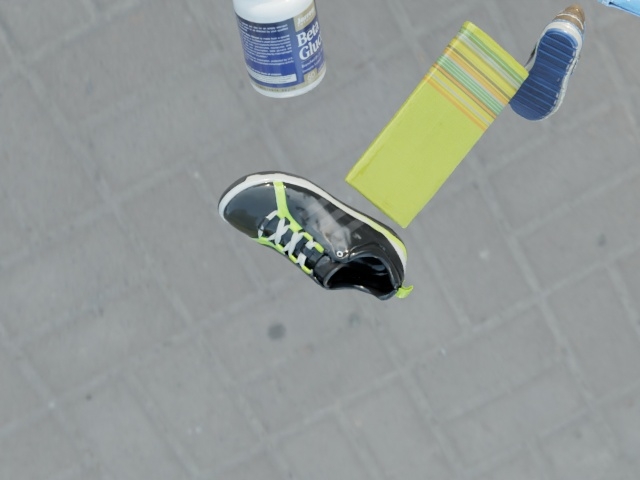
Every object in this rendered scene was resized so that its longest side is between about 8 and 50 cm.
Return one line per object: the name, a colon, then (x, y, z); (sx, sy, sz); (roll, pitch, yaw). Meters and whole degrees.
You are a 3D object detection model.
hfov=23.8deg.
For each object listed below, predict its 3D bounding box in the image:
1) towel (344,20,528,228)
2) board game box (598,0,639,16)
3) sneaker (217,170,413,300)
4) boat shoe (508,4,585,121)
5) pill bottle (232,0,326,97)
towel: (0.135, -0.135, 1.773); (0.102, 0.021, 0.237); (39, 90, -20)
board game box: (0.271, -0.200, 0.968); (0.211, 0.039, 0.160); (12, 110, -43)
sneaker: (0.000, 0.000, 1.670); (0.234, 0.097, 0.084); (20, 124, -16)
boat shoe: (0.281, -0.212, 1.831); (0.066, 0.066, 0.183); (32, 149, 3)
pill bottle: (-0.050, -0.256, 1.747); (0.094, 0.094, 0.169); (-15, 134, -4)
